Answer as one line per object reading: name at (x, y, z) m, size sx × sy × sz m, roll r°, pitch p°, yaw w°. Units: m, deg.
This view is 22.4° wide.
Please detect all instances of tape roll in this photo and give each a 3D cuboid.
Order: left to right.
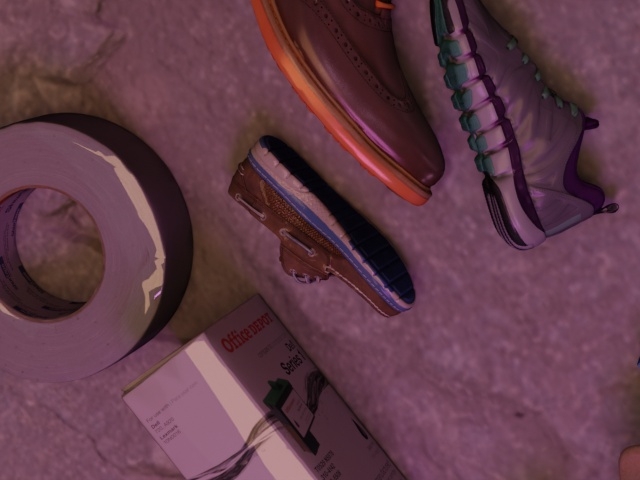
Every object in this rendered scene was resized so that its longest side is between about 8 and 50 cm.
tape roll at (-0.221, 0.005, 1.357) m, size 0.219 × 0.072 × 0.219 m, roll 3°, pitch 102°, yaw 14°

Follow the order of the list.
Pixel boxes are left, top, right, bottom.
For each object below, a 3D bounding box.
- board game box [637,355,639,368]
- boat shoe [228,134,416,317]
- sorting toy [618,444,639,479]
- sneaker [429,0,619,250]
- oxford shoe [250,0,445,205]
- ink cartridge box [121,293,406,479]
board game box at (0.372, 0.080, 1.225) m, size 0.210 × 0.047 × 0.160 m, roll -43°, pitch 86°, yaw 18°
boat shoe at (0.000, 0.000, 1.306) m, size 0.183 × 0.066 × 0.066 m, roll 48°, pitch 113°, yaw 13°
sorting toy at (0.280, 0.264, 1.185) m, size 0.307 × 0.041 × 0.229 m, roll -5°, pitch 80°, yaw 27°
sneaker at (0.155, -0.110, 1.246) m, size 0.098 × 0.083 × 0.224 m, roll -19°, pitch 100°, yaw -3°
oxford shoe at (0.013, -0.199, 1.232) m, size 0.132 × 0.130 × 0.364 m, roll -30°, pitch 93°, yaw 10°
ink cartridge box at (-0.038, 0.163, 1.291) m, size 0.092 × 0.160 × 0.219 m, roll -38°, pitch 89°, yaw 17°
